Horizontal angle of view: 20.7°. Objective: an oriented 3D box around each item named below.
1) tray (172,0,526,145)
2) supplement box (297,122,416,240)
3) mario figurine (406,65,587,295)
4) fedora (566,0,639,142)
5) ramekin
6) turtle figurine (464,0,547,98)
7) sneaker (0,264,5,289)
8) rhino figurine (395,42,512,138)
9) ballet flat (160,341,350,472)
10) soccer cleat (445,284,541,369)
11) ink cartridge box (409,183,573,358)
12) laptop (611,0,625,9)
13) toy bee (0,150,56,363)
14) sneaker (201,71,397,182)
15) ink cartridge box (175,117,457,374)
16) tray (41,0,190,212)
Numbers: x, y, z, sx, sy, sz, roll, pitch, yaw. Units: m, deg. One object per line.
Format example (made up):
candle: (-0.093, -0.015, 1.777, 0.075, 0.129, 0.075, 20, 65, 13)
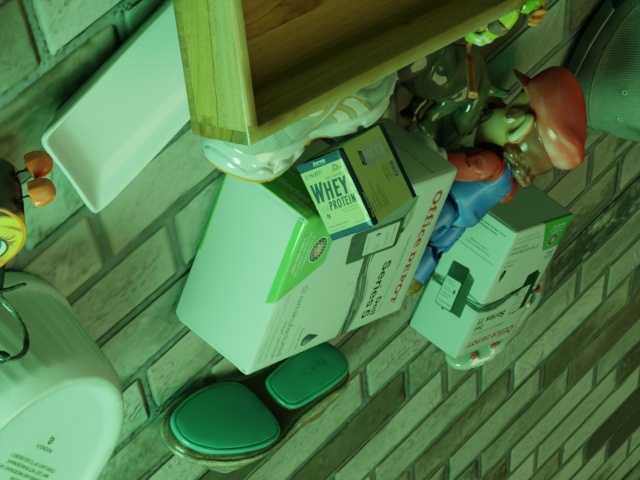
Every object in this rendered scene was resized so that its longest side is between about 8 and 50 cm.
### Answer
tray: (0.034, -0.250, 1.543, 0.411, 0.076, 0.202, -30, 123, -42)
supplement box: (0.036, -0.057, 1.705, 0.056, 0.083, 0.083, -20, -171, 40)
mario figurine: (0.171, -0.094, 2.066, 0.320, 0.170, 0.198, -42, -169, 1)
fedora: (0.423, -0.214, 2.280, 0.244, 0.124, 0.275, -35, 149, -32)
ramekin: (-0.294, 0.171, 1.563, 0.273, 0.127, 0.273, -40, 152, -27)
turtle figurine: (0.203, -0.292, 1.795, 0.269, 0.087, 0.217, -62, 153, -28)
sneaker: (-0.335, 0.015, 1.374, 0.222, 0.083, 0.118, -7, 117, -56)
rhino figurine: (0.129, -0.166, 1.877, 0.243, 0.073, 0.106, 21, 105, -53)
ballet flat: (-0.080, 0.210, 2.009, 0.316, 0.107, 0.106, -19, 152, -49)
soccer cleat: (0.249, 0.129, 2.496, 0.196, 0.068, 0.076, -41, 155, -29)
ink cartridge box: (0.224, 0.039, 2.312, 0.153, 0.087, 0.208, -17, 138, -50)
laptop: (0.418, -0.414, 1.917, 0.264, 0.136, 0.234, -34, 174, -32)
toy bee: (-0.279, -0.032, 1.258, 0.162, 0.195, 0.298, -34, 160, 24)
sneaker: (0.000, -0.156, 1.647, 0.262, 0.099, 0.121, -40, 158, -43)
ink cartridge box: (0.000, 0.000, 1.852, 0.273, 0.115, 0.198, -20, 139, -49)
tray: (-0.134, -0.156, 1.529, 0.270, 0.030, 0.145, -48, 155, -11)
